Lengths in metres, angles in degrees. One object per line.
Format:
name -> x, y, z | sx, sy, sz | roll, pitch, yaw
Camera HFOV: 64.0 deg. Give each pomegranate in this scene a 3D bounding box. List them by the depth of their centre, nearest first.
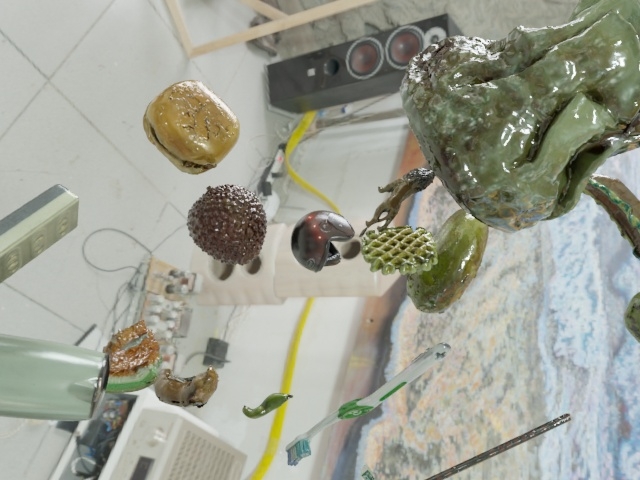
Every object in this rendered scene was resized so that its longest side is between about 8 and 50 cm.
pomegranate -> 0.649, 0.153, 1.001 | 0.161, 0.122, 0.122 | 92, -1, -82

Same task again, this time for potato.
potato -> 0.326, 0.052, 1.277 | 0.141, 0.176, 0.298 | 38, 86, -12

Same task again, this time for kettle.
kettle -> -0.594, 0.293, 1.105 | 0.256, 0.240, 0.165 | 11, 79, -18

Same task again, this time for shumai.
shumai -> 0.343, -0.225, 0.808 | 0.395, 0.348, 0.394 | 27, 45, -31

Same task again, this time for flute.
flute -> 0.269, 0.325, 0.790 | 0.014, 0.270, 0.014 | 158, -90, -84

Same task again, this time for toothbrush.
toothbrush -> 0.067, 0.287, 0.896 | 0.042, 0.418, 0.040 | 26, 33, -32

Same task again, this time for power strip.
power strip -> -0.601, -0.005, 1.031 | 0.256, 0.070, 0.105 | -52, 176, -44

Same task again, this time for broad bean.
broad bean -> -0.209, 0.656, 2.045 | 0.048, 0.214, 0.070 | 71, -1, -68

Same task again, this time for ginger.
ginger -> -0.453, 0.484, 1.690 | 0.107, 0.310, 0.132 | 20, 64, -53

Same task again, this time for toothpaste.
toothpaste -> 0.084, 0.421, 0.925 | 0.020, 0.017, 0.083 | 52, -8, 15

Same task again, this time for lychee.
lychee -> -0.307, -0.058, 1.741 | 0.276, 0.276, 0.304 | -11, 72, -60

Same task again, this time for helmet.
helmet -> 0.000, 0.000, 1.668 | 0.189, 0.193, 0.215 | 117, -6, -52

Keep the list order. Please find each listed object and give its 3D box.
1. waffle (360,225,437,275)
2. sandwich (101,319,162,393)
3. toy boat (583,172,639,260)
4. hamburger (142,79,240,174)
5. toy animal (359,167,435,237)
waffle -> 0.174, 0.019, 1.145 | 0.183, 0.170, 0.036 | -85, 171, -60
sandwich -> -0.525, 0.317, 1.364 | 0.109, 0.185, 0.159 | -114, -170, -71
toy boat -> 0.636, -0.073, 1.120 | 0.293, 0.099, 0.108 | 51, 9, 16
hamburger -> -0.437, -0.398, 1.764 | 0.304, 0.174, 0.284 | 44, 54, -16
toy animal -> 0.157, -0.088, 1.126 | 0.219, 0.086, 0.069 | -47, 114, -4
